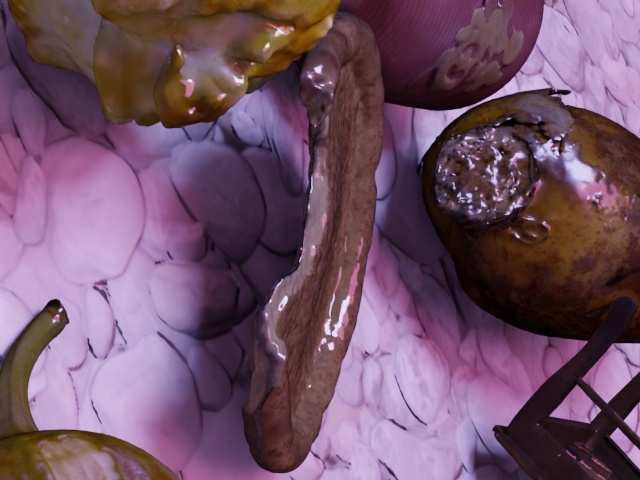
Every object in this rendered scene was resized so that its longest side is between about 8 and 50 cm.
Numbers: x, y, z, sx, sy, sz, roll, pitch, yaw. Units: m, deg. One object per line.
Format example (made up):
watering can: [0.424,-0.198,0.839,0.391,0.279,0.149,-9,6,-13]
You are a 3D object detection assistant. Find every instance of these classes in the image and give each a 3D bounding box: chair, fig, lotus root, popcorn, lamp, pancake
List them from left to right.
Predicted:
fig: [-0.142,0.123,0.818,0.149,0.149,0.245,31,29,-46]
popcorn: [-0.077,-0.163,0.906,0.204,0.221,0.184,-32,93,-14]
pancake: [0.000,0.000,1.011,0.286,0.033,0.288,90,14,-45]
lamp: [0.072,-0.188,1.170,0.258,0.180,0.180,-1,79,-54]
lotus root: [0.205,-0.013,1.292,0.196,0.179,0.397,49,16,29]
chair: [0.224,0.224,1.255,0.186,0.319,0.160,47,17,31]
